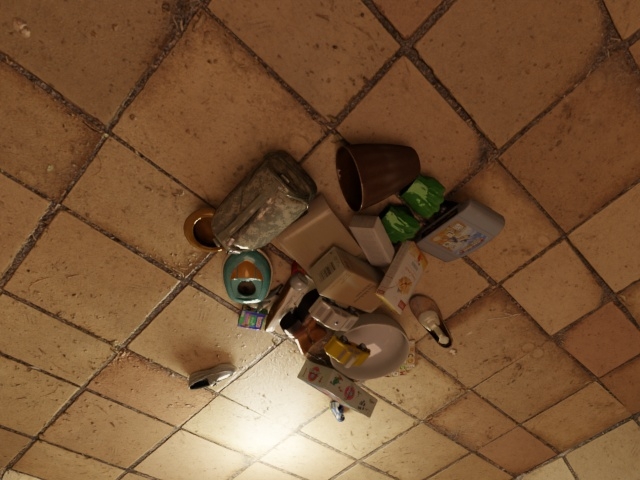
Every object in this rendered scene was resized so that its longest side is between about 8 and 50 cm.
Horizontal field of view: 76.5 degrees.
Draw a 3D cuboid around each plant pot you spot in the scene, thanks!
[{"bbox_3d":[0.195,-0.225,1.311,0.230,0.215,0.215,-17,123,-12],"label":"plant pot"}]

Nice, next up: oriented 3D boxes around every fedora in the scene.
[{"bbox_3d":[-0.380,-0.047,1.418,0.194,0.079,0.194,-3,131,-4],"label":"fedora"}]

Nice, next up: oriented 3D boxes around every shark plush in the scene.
[{"bbox_3d":[-0.220,0.226,1.624,0.161,0.073,0.067,-34,89,20],"label":"shark plush"}]

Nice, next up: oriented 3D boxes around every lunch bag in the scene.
[{"bbox_3d":[-0.183,-0.112,1.266,0.305,0.256,0.212,-41,94,20],"label":"lunch bag"}]

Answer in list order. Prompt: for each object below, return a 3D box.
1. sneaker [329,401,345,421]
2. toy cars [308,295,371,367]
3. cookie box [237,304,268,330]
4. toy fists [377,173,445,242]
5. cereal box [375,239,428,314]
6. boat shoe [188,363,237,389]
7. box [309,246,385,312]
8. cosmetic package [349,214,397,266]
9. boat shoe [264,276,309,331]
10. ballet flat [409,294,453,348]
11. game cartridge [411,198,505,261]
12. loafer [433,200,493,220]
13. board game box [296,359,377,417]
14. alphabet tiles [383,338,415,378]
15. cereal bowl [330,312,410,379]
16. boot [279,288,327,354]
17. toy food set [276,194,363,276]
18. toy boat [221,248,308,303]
[{"bbox_3d":[0.096,0.869,2.060,0.059,0.053,0.144,-27,122,8],"label":"sneaker"},{"bbox_3d":[0.084,0.372,1.560,0.176,0.087,0.394,-17,122,3],"label":"toy cars"},{"bbox_3d":[-0.280,0.320,1.682,0.107,0.040,0.092,13,119,-15],"label":"cookie box"},{"bbox_3d":[0.320,-0.109,1.447,0.142,0.096,0.279,34,115,-10],"label":"toy fists"},{"bbox_3d":[0.310,0.139,1.527,0.173,0.047,0.240,44,71,-45],"label":"cereal box"},{"bbox_3d":[-0.485,0.622,1.825,0.227,0.081,0.079,-16,122,4],"label":"boat shoe"},{"bbox_3d":[0.123,0.154,1.518,0.311,0.121,0.148,25,117,-42],"label":"box"},{"bbox_3d":[0.197,0.006,1.472,0.099,0.060,0.239,7,147,35],"label":"cosmetic package"},{"bbox_3d":[-0.135,0.273,1.634,0.096,0.098,0.277,24,115,-20],"label":"boat shoe"},{"bbox_3d":[0.490,0.359,1.749,0.107,0.106,0.316,-35,119,15],"label":"ballet flat"},{"bbox_3d":[0.502,-0.024,1.479,0.198,0.062,0.297,28,139,-17],"label":"game cartridge"},{"bbox_3d":[0.524,-0.097,1.490,0.223,0.076,0.078,5,127,-3],"label":"loafer"},{"bbox_3d":[0.075,0.665,1.829,0.303,0.224,0.097,41,65,-25],"label":"board game box"},{"bbox_3d":[0.349,0.567,1.922,0.198,0.009,0.237,-9,122,-1],"label":"alphabet tiles"},{"bbox_3d":[0.202,0.435,1.746,0.339,0.141,0.339,-3,123,-5],"label":"cereal bowl"},{"bbox_3d":[-0.013,0.336,1.662,0.264,0.096,0.280,-44,142,-13],"label":"boot"},{"bbox_3d":[0.000,0.000,1.495,0.219,0.092,0.306,-33,127,11],"label":"toy food set"},{"bbox_3d":[-0.207,0.130,1.507,0.318,0.148,0.267,-2,122,-4],"label":"toy boat"}]
